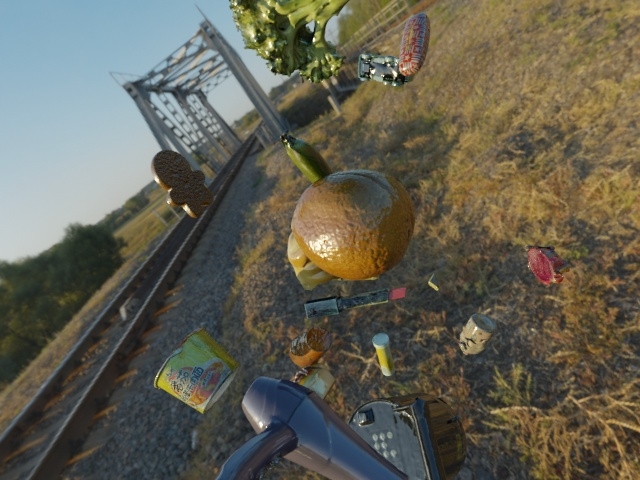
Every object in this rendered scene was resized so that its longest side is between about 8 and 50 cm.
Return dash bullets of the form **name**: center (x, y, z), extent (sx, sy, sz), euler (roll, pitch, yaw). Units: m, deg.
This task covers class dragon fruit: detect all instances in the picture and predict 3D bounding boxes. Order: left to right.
- **dragon fruit**: center (0.654, 0.066, 1.228), extent (0.067, 0.112, 0.126), euler (-19, 26, -8)

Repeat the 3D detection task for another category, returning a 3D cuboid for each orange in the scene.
- **orange**: center (0.087, -0.050, 1.238), extent (0.356, 0.322, 0.322), euler (8, 43, 34)

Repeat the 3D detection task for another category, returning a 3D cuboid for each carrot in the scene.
- **carrot**: center (-0.048, 0.409, 1.643), extent (0.139, 0.138, 0.302), euler (-47, -9, -28)

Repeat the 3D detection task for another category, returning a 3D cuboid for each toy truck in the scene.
- **toy truck**: center (0.223, -0.557, 1.386), extent (0.191, 0.085, 0.116), euler (25, 38, 37)

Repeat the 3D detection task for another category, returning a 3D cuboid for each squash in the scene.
- **squash**: center (-0.022, -0.233, 1.361), extent (0.087, 0.331, 0.087), euler (-22, 46, 25)

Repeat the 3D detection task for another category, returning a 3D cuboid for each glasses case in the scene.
- **glasses case**: center (0.255, -0.541, 1.167), extent (0.073, 0.049, 0.195), euler (-9, 61, 44)

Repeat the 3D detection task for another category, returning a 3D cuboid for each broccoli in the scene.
- **broccoli**: center (-0.054, -0.615, 1.051), extent (0.352, 0.275, 0.397), euler (-6, -13, -30)

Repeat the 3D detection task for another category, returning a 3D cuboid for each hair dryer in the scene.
- **hair dryer**: center (-0.050, 0.345, 0.624), extent (0.361, 0.301, 0.121), euler (-5, -61, -65)

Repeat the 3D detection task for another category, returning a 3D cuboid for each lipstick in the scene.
- **lipstick**: center (0.109, 0.185, 1.300), extent (0.311, 0.051, 0.051), euler (-12, 1, 12)

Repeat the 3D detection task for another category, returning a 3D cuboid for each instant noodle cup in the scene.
- **instant noodle cup**: center (-0.429, 0.475, 1.541), extent (0.264, 0.200, 0.264), euler (-54, -8, -10)

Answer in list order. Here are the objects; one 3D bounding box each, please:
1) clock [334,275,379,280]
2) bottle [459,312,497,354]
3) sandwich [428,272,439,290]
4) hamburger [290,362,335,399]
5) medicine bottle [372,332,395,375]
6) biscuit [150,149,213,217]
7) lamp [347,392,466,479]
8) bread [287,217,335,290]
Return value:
- **clock**: center (0.131, 0.136, 1.806), extent (0.237, 0.236, 0.057), euler (-14, 73, 52)
- **bottle**: center (0.531, 0.333, 1.475), extent (0.099, 0.098, 0.152), euler (-65, -7, -55)
- **sandwich**: center (0.540, 0.199, 2.061), extent (0.043, 0.083, 0.031), euler (-6, -22, -15)
- **hamburger**: center (-0.069, 0.579, 1.573), extent (0.295, 0.151, 0.227), euler (-61, -16, 10)
- **medicine bottle**: center (0.294, 0.527, 1.970), extent (0.073, 0.218, 0.074), euler (-12, 33, 8)
- **biscuit**: center (-0.455, -0.191, 1.410), extent (0.039, 0.236, 0.180), euler (-17, 27, 40)
- **lamp**: center (0.203, 0.446, 0.950), extent (0.374, 0.272, 0.205), euler (-40, 55, 48)
- **bread**: center (0.000, 0.000, 1.645), extent (0.211, 0.270, 0.316), euler (-4, 41, 16)
